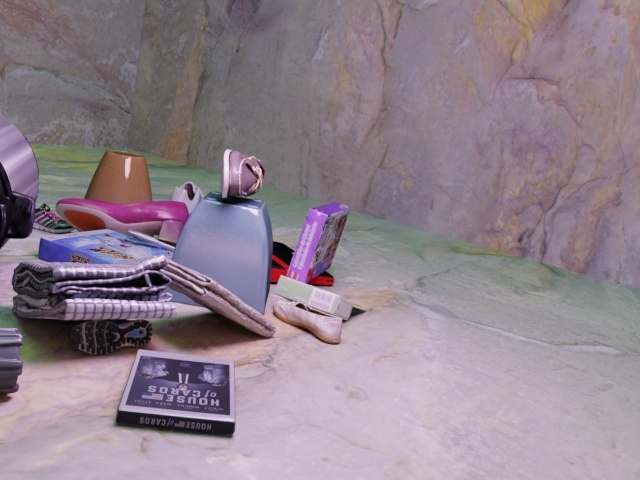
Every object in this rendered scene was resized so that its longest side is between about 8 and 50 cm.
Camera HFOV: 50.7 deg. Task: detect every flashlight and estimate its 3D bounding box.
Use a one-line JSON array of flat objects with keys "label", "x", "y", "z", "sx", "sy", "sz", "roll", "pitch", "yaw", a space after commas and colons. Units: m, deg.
[{"label": "flashlight", "x": -0.591, "y": 0.176, "z": 0.958, "sx": 0.304, "sy": 0.103, "sz": 0.103, "roll": 5, "pitch": 8, "yaw": -34}]

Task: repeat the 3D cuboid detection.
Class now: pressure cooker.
[{"label": "pressure cooker", "x": -0.808, "y": -0.103, "z": 1.384, "sx": 0.369, "sy": 0.376, "sz": 0.420, "roll": -32, "pitch": 20, "yaw": -1}]

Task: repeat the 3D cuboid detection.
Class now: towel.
[{"label": "towel", "x": -0.226, "y": 0.124, "z": 1.429, "sx": 0.187, "sy": 0.049, "sz": 0.282, "roll": 21, "pitch": -15, "yaw": 35}, {"label": "towel", "x": -0.441, "y": 0.090, "z": 1.301, "sx": 0.235, "sy": 0.121, "sz": 0.283, "roll": 3, "pitch": -6, "yaw": -39}]

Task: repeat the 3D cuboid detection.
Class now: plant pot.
[{"label": "plant pot", "x": -0.235, "y": 0.017, "z": 1.688, "sx": 0.247, "sy": 0.252, "sz": 0.247, "roll": 10, "pitch": 12, "yaw": -3}, {"label": "plant pot", "x": -0.624, "y": -0.147, "z": 2.114, "sx": 0.237, "sy": 0.254, "sz": 0.237, "roll": 12, "pitch": 11, "yaw": -2}]

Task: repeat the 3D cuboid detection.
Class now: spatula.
[{"label": "spatula", "x": -0.422, "y": 0.016, "z": 1.885, "sx": 0.242, "sy": 0.019, "sz": 0.168, "roll": 22, "pitch": -9, "yaw": -16}]

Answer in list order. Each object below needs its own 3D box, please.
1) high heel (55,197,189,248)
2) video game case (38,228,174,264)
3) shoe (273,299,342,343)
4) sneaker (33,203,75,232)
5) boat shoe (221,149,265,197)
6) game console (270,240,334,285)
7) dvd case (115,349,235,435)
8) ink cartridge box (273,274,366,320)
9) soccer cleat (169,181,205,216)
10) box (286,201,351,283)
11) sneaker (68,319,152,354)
[{"label": "high heel", "x": -0.579, "y": -0.085, "z": 2.004, "sx": 0.377, "sy": 0.127, "sz": 0.181, "roll": 21, "pitch": 44, "yaw": -23}, {"label": "video game case", "x": -0.547, "y": 0.038, "z": 1.770, "sx": 0.269, "sy": 0.061, "sz": 0.244, "roll": 16, "pitch": 13, "yaw": 23}, {"label": "shoe", "x": -0.028, "y": 0.176, "z": 1.592, "sx": 0.076, "sy": 0.058, "sz": 0.219, "roll": -1, "pitch": 16, "yaw": -46}, {"label": "sneaker", "x": -0.809, "y": -0.069, "z": 2.003, "sx": 0.170, "sy": 0.075, "sz": 0.063, "roll": 11, "pitch": 11, "yaw": 0}, {"label": "boat shoe", "x": -0.191, "y": -0.162, "z": 1.684, "sx": 0.096, "sy": 0.117, "sz": 0.324, "roll": 7, "pitch": 6, "yaw": -4}, {"label": "game console", "x": -0.186, "y": 0.057, "z": 2.067, "sx": 0.342, "sy": 0.060, "sz": 0.386, "roll": 11, "pitch": 11, "yaw": -31}, {"label": "dvd case", "x": -0.233, "y": 0.248, "z": 1.130, "sx": 0.179, "sy": 0.030, "sz": 0.239, "roll": 8, "pitch": 11, "yaw": -10}, {"label": "ink cartridge box", "x": 0.005, "y": 0.157, "z": 1.739, "sx": 0.171, "sy": 0.056, "sz": 0.235, "roll": 17, "pitch": -9, "yaw": 24}, {"label": "soccer cleat", "x": -0.478, "y": -0.155, "z": 2.562, "sx": 0.116, "sy": 0.143, "sz": 0.331, "roll": 12, "pitch": 11, "yaw": 7}, {"label": "box", "x": 0.000, "y": 0.000, "z": 1.916, "sx": 0.057, "sy": 0.201, "sz": 0.293, "roll": 21, "pitch": 11, "yaw": 12}, {"label": "sneaker", "x": -0.401, "y": 0.179, "z": 1.272, "sx": 0.073, "sy": 0.063, "sz": 0.162, "roll": 0, "pitch": -4, "yaw": 42}]
